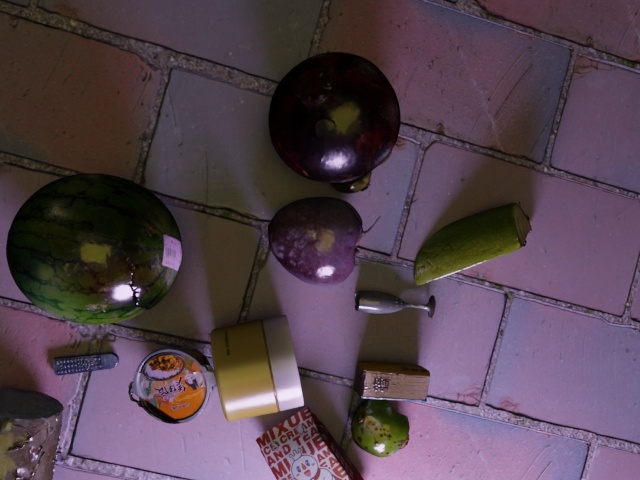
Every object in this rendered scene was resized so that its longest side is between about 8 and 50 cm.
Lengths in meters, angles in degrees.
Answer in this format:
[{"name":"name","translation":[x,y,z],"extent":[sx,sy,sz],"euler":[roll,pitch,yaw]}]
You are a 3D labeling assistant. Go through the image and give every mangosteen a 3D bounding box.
[{"name":"mangosteen","translation":[0.041,-0.265,1.470],"extent":[0.305,0.359,0.306],"euler":[-7,66,15]}]

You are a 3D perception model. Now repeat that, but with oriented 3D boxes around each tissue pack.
[{"name":"tissue pack","translation":[0.175,0.347,1.559],"extent":[0.169,0.120,0.082],"euler":[5,88,-6]}]

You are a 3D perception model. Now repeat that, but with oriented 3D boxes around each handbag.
[{"name":"handbag","translation":[-0.018,0.566,1.528],"extent":[0.171,0.151,0.298],"euler":[-37,92,1]}]

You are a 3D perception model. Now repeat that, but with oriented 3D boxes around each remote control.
[{"name":"remote control","translation":[-0.562,0.296,1.510],"extent":[0.152,0.027,0.044],"euler":[-6,98,-5]}]

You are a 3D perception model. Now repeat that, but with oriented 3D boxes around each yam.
[{"name":"yam","translation":[-0.695,0.522,1.401],"extent":[0.240,0.241,0.349],"euler":[8,88,-7]}]

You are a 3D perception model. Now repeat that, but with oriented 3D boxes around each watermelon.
[{"name":"watermelon","translation":[-0.483,0.018,1.360],"extent":[0.362,0.363,0.364],"euler":[0,92,-7]}]

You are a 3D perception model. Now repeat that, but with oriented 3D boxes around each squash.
[{"name":"squash","translation":[0.380,-0.003,1.620],"extent":[0.288,0.203,0.111],"euler":[-23,96,29]}]

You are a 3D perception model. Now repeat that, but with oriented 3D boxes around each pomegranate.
[{"name":"pomegranate","translation":[0.154,0.478,1.556],"extent":[0.143,0.122,0.169],"euler":[-31,107,22]}]

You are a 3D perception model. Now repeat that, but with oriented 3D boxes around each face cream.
[{"name":"face cream","translation":[-0.148,0.296,1.466],"extent":[0.179,0.218,0.218],"euler":[-11,93,-6]}]

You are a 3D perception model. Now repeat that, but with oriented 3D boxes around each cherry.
[{"name":"cherry","translation":[0.000,0.000,1.496],"extent":[0.265,0.183,0.214],"euler":[10,82,8]}]

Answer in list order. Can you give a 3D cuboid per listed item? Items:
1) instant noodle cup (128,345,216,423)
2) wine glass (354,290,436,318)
[{"name":"instant noodle cup","translation":[-0.331,0.326,1.481],"extent":[0.208,0.125,0.178],"euler":[2,95,6]},{"name":"wine glass","translation":[0.187,0.159,1.583],"extent":[0.197,0.066,0.066],"euler":[6,91,-8]}]
